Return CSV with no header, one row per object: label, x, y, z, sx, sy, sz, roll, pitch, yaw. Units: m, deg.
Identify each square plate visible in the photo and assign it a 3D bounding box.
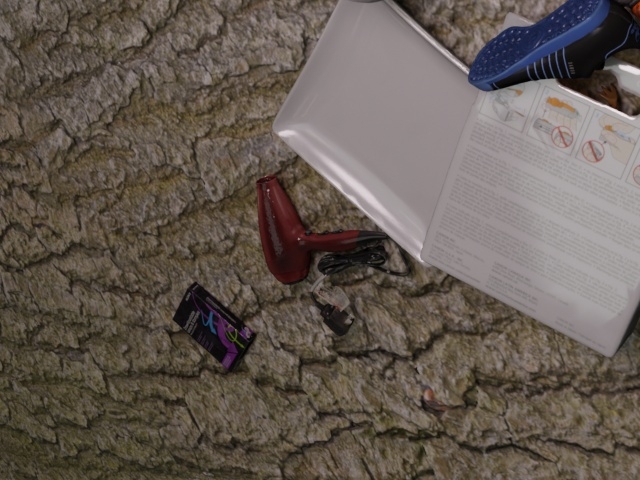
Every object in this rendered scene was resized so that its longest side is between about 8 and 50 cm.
square plate,0.118,-0.173,1.711,0.344,0.049,0.347,42,137,8

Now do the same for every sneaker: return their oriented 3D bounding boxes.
sneaker,0.283,-0.224,1.405,0.090,0.081,0.232,31,151,-26

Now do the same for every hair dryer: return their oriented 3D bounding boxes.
hair dryer,0.000,0.000,1.937,0.293,0.080,0.224,40,121,1

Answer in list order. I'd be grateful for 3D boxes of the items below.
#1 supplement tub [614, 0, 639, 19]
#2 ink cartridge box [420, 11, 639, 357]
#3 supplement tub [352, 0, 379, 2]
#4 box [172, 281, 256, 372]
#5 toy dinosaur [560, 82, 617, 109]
supplement tub,0.345,-0.358,1.349,0.190,0.117,0.117,46,137,2
ink cartridge box,0.330,-0.076,1.532,0.308,0.091,0.385,29,121,20
supplement tub,0.103,-0.467,1.379,0.241,0.241,0.331,48,137,1
box,-0.209,0.169,2.238,0.162,0.029,0.116,41,137,10
toy dinosaur,0.362,-0.151,1.536,0.211,0.064,0.112,44,154,20
